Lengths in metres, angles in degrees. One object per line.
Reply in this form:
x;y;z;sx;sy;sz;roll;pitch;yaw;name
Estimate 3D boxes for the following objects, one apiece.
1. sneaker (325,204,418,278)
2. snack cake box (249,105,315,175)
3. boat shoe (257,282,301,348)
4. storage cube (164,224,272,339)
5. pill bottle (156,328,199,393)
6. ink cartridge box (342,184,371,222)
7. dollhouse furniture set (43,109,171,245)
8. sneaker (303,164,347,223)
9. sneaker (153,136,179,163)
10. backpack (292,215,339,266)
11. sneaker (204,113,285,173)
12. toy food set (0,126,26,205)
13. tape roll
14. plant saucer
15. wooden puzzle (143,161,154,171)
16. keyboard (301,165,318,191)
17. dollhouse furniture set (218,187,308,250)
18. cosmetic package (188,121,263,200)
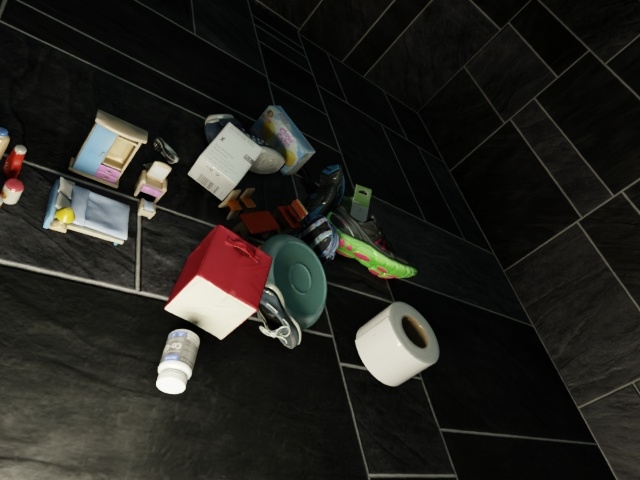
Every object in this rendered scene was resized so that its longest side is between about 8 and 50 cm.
0.222;0.011;2.035;0.483;0.185;0.202;31;66;-26;sneaker
-0.163;-0.425;2.141;0.264;0.152;0.089;53;32;11;snack cake box
-0.124;0.231;1.429;0.079;0.095;0.254;-61;146;-41;boat shoe
-0.268;0.112;1.345;0.184;0.215;0.193;35;39;-20;storage cube
-0.336;0.284;1.186;0.078;0.078;0.137;32;33;-23;pill bottle
0.146;-0.127;2.145;0.109;0.062;0.209;12;87;-44;ink cartridge box
-0.525;-0.135;1.324;0.287;0.198;0.303;22;39;-34;dollhouse furniture set
0.036;-0.170;2.092;0.139;0.125;0.340;60;42;-33;sneaker
-0.517;-0.301;1.687;0.109;0.040;0.044;53;15;3;sneaker
0.000;0.000;1.830;0.117;0.173;0.158;13;44;-43;backpack
-0.299;-0.399;1.965;0.323;0.130;0.236;5;54;-41;sneaker
-0.761;-0.183;1.181;0.111;0.104;0.232;1;53;-50;toy food set
0.269;0.358;1.750;0.246;0.169;0.246;32;34;-25;tape roll
-0.076;0.126;1.617;0.318;0.044;0.317;26;54;-44;plant saucer
-0.533;-0.227;1.605;0.049;0.006;0.083;50;31;6;wooden puzzle
-0.051;-0.252;2.208;0.192;0.038;0.100;60;11;21;keyboard
-0.174;-0.069;1.733;0.262;0.135;0.259;54;32;13;dollhouse furniture set
-0.321;-0.267;1.710;0.151;0.151;0.183;38;58;-14;cosmetic package
